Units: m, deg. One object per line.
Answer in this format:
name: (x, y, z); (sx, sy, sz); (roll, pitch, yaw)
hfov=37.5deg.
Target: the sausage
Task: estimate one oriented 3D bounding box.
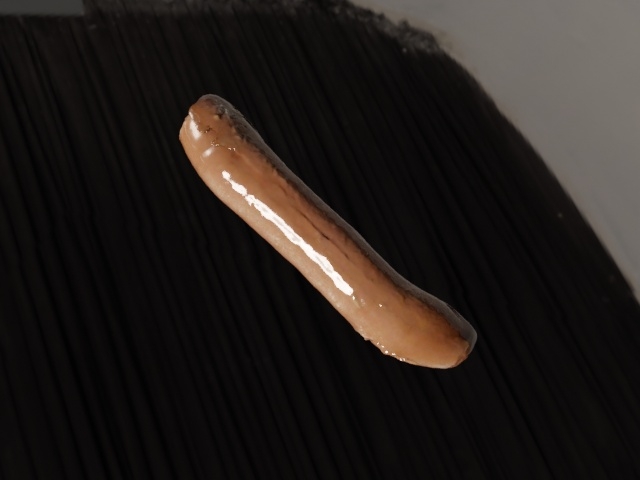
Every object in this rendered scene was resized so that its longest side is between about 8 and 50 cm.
sausage: (0.000, 0.000, 0.472); (0.043, 0.186, 0.043); (-47, 177, -3)
